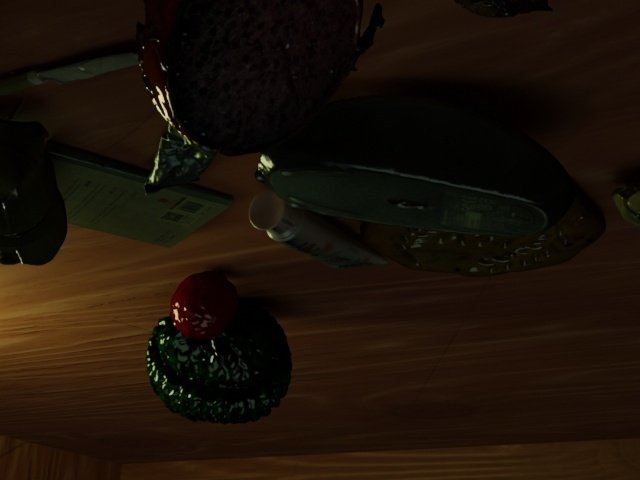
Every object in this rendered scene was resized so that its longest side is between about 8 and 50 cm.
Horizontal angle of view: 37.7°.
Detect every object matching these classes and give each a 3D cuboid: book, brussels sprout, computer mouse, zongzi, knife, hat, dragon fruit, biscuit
[{"bbox_3d":[-0.298,-0.057,1.358,0.282,0.025,0.214,17,152,-33],"label":"book"},{"bbox_3d":[0.477,-0.050,1.215,0.181,0.101,0.139,-17,173,17],"label":"brussels sprout"},{"bbox_3d":[0.112,-0.091,1.116,0.373,0.114,0.203,8,161,6],"label":"computer mouse"},{"bbox_3d":[-0.466,-0.076,1.195,0.274,0.125,0.251,15,149,4],"label":"zongzi"},{"bbox_3d":[-0.297,-0.184,1.055,0.297,0.017,0.047,-9,163,26],"label":"knife"},{"bbox_3d":[-0.190,0.191,1.714,0.274,0.242,0.332,-9,146,-6],"label":"hat"},{"bbox_3d":[-0.083,-0.198,0.824,0.148,0.224,0.218,34,167,37],"label":"dragon fruit"},{"bbox_3d":[0.234,-0.015,1.384,0.359,0.046,0.359,2,157,1],"label":"biscuit"}]

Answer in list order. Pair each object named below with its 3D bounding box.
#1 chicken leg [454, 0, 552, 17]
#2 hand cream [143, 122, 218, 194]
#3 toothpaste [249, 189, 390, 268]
[{"bbox_3d":[0.146,-0.249,0.791,0.105,0.063,0.234,1,161,15],"label":"chicken leg"},{"bbox_3d":[-0.165,-0.112,1.170,0.075,0.052,0.248,10,157,-16],"label":"hand cream"},{"bbox_3d":[0.000,0.000,1.428,0.100,0.066,0.323,-9,161,27],"label":"toothpaste"}]
